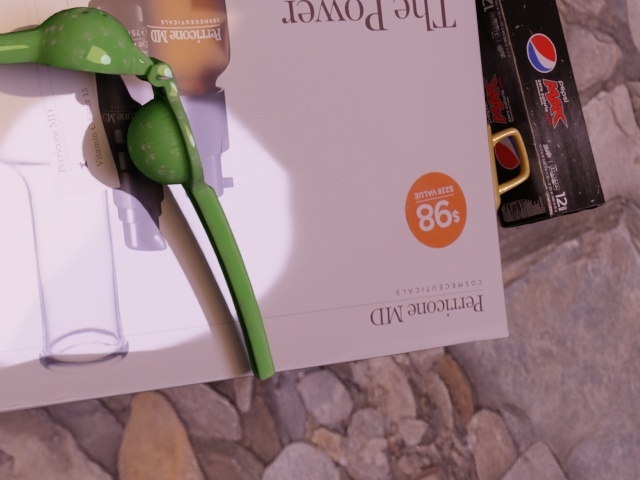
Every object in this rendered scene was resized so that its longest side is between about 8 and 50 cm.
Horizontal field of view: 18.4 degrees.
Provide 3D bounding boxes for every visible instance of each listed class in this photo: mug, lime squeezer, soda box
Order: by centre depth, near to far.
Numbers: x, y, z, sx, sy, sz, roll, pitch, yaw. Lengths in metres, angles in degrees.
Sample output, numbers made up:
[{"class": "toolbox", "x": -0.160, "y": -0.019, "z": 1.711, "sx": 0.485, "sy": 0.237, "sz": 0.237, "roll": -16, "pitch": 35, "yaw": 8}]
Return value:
[{"class": "lime squeezer", "x": -0.110, "y": -0.051, "z": 1.030, "sx": 0.310, "sy": 0.059, "sz": 0.110, "roll": 38, "pitch": 70, "yaw": -24}, {"class": "mug", "x": 0.101, "y": -0.043, "z": 1.350, "sx": 0.062, "sy": 0.078, "sz": 0.064, "roll": -53, "pitch": 127, "yaw": -70}, {"class": "soda box", "x": 0.147, "y": -0.098, "z": 1.403, "sx": 0.060, "sy": 0.053, "sz": 0.168, "roll": -13, "pitch": 89, "yaw": -38}]

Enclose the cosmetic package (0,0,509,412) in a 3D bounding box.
[{"class": "cosmetic package", "x": -0.078, "y": -0.061, "z": 1.138, "sx": 0.377, "sy": 0.097, "sz": 0.284, "roll": -7, "pitch": 93, "yaw": -31}]
